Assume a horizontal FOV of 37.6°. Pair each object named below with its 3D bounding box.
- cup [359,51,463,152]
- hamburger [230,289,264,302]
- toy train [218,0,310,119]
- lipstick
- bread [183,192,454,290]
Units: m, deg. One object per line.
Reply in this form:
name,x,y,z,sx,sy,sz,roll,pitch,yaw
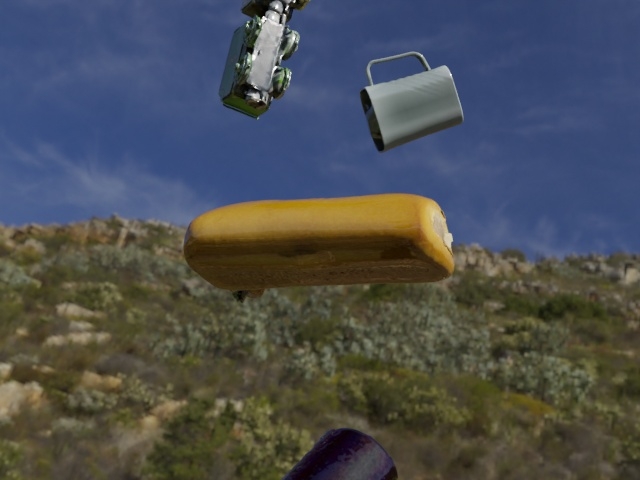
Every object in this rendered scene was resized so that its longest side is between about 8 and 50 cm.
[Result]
cup,0.120,-0.202,1.336,0.130,0.128,0.095,-18,4,-4
hamburger,-0.113,0.022,1.566,0.087,0.165,0.137,23,-17,-2
toy train,-0.053,-0.221,0.947,0.060,0.202,0.081,20,-19,-25
lipstick,-0.048,0.240,0.654,0.081,0.300,0.081,21,-53,30
bread,0.000,0.000,0.812,0.239,0.073,0.092,-3,-28,25
